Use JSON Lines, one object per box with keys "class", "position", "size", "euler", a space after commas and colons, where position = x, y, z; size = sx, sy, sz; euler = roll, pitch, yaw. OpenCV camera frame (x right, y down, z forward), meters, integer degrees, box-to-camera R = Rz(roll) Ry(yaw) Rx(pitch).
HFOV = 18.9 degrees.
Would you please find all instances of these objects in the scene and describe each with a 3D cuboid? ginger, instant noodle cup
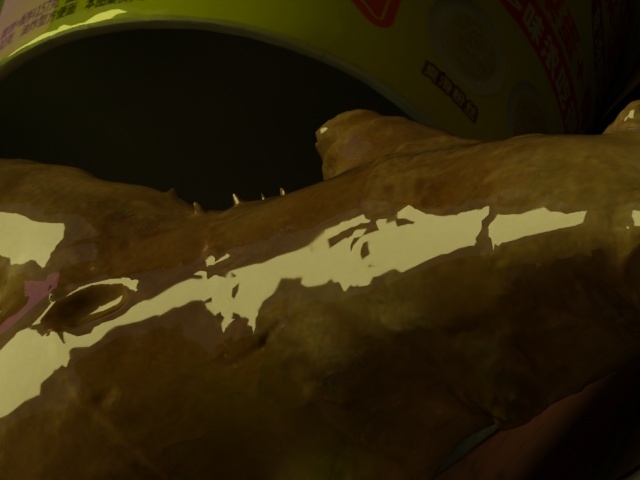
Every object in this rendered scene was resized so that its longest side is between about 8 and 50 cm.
{"class": "ginger", "position": [-0.065, 0.041, 0.619], "size": [0.348, 0.363, 0.122], "euler": [-42, -39, -1]}
{"class": "instant noodle cup", "position": [-0.016, -0.061, 0.794], "size": [0.311, 0.311, 0.221], "euler": [-48, 18, 39]}
